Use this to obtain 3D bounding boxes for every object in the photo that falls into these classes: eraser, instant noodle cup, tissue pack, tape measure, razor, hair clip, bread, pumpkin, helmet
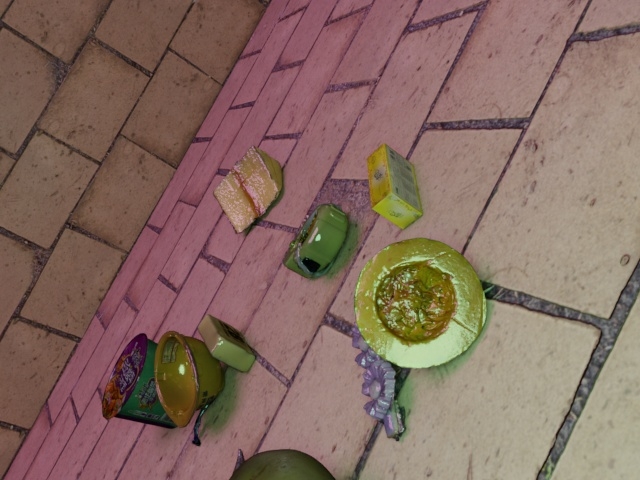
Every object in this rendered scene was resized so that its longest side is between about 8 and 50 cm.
[{"bbox_3d":[-0.244,0.264,1.589,0.058,0.117,0.172,-54,27,0],"label":"eraser"},{"bbox_3d":[-0.471,0.412,1.739,0.251,0.190,0.251,-40,34,34],"label":"instant noodle cup"},{"bbox_3d":[0.156,-0.118,1.324,0.062,0.095,0.176,-39,34,32],"label":"tissue pack"},{"bbox_3d":[0.000,0.000,1.462,0.200,0.106,0.175,-58,13,-2],"label":"tape measure"},{"bbox_3d":[-0.301,0.451,1.592,0.044,0.028,0.154,-7,57,57],"label":"razor"},{"bbox_3d":[0.108,0.219,1.105,0.106,0.085,0.292,122,154,-43],"label":"hair clip"},{"bbox_3d":[-0.234,-0.154,1.967,0.240,0.135,0.178,-44,31,23],"label":"bread"},{"bbox_3d":[0.164,0.110,1.053,0.217,0.217,0.110,-62,-11,-6],"label":"pumpkin"},{"bbox_3d":[-0.318,0.345,1.576,0.257,0.140,0.205,46,121,40],"label":"helmet"}]

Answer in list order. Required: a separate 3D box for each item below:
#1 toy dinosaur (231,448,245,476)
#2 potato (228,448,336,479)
[{"bbox_3d":[-0.178,0.569,1.227,0.162,0.077,0.294,-45,45,18],"label":"toy dinosaur"},{"bbox_3d":[-0.056,0.470,0.944,0.243,0.221,0.326,-27,27,-13],"label":"potato"}]
